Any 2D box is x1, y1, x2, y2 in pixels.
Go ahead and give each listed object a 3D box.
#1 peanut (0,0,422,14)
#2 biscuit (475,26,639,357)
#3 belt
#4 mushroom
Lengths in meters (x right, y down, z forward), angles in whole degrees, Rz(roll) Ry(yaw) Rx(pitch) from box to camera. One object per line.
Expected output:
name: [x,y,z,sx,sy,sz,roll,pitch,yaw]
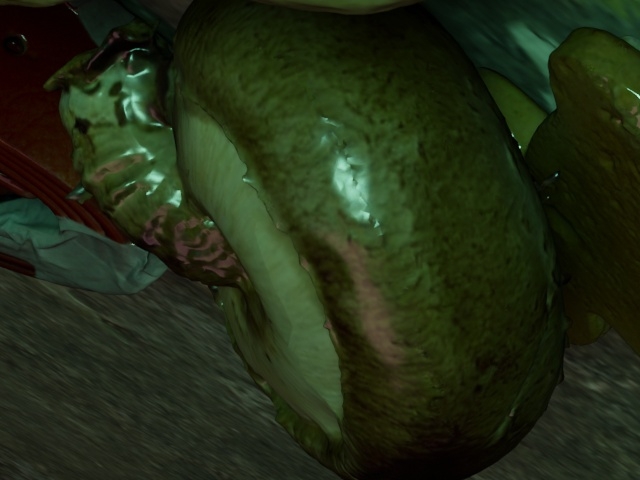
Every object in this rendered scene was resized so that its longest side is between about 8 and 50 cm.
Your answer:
peanut: [-0.077,-0.164,0.702,0.387,0.170,0.192,11,160,29]
biscuit: [0.139,-0.011,0.919,0.197,0.049,0.301,52,165,0]
belt: [-0.204,-0.083,1.084,0.323,0.115,0.227,26,160,1]
mushroom: [0.006,-0.013,0.914,0.278,0.163,0.297,46,164,6]
